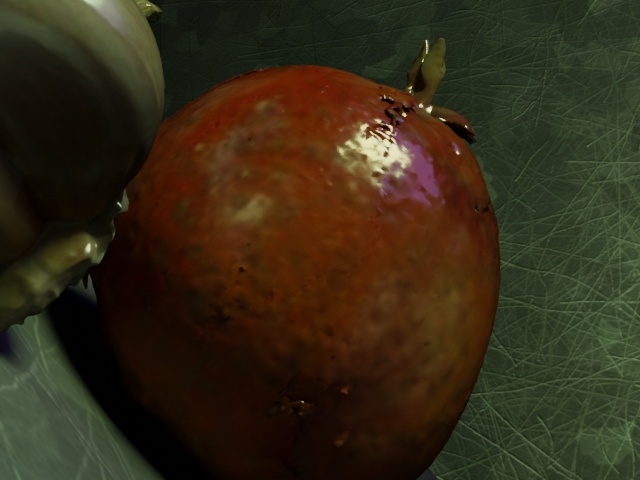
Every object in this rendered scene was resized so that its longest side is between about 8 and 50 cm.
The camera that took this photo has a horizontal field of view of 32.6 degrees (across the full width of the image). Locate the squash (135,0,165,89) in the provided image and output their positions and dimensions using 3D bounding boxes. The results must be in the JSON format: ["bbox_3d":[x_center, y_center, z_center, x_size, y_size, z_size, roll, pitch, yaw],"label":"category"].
[{"bbox_3d":[-0.245,-0.183,1.060,0.218,0.172,0.218,38,20,-17],"label":"squash"}]

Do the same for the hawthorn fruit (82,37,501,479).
[{"bbox_3d":[0.000,0.000,0.687,0.276,0.307,0.276,34,-2,1],"label":"hawthorn fruit"}]

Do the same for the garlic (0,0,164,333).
[{"bbox_3d":[-0.165,-0.086,0.542,0.191,0.160,0.214,64,-3,-27],"label":"garlic"}]
